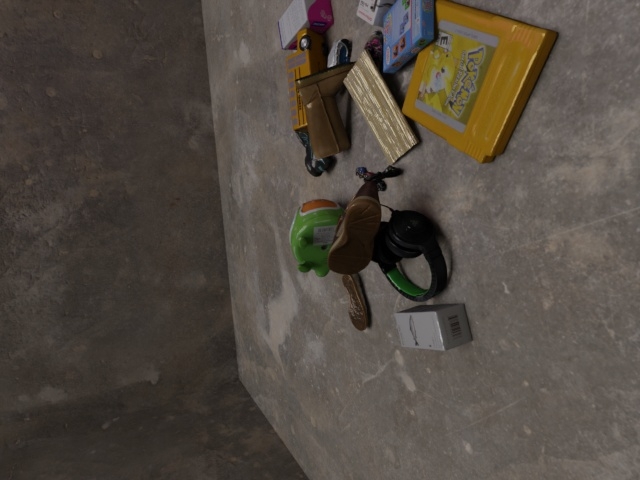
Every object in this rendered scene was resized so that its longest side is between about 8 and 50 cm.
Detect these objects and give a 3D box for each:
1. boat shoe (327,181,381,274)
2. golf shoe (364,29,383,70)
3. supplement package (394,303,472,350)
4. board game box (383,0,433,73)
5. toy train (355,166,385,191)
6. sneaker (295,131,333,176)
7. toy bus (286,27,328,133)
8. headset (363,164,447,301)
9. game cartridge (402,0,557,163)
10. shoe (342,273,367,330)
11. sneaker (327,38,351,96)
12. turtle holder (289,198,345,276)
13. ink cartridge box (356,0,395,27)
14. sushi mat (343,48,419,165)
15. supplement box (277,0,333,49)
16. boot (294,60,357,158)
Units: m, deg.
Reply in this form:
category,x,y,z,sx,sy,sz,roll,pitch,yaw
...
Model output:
category,x,y,z,sx,sy,sz,roll,pitch,yaw
boat shoe,0.100,-0.028,1.171,0.342,0.123,0.123,101,180,-51
golf shoe,0.155,-0.540,1.238,0.186,0.067,0.086,111,178,-57
supplement package,0.308,0.238,1.134,0.179,0.105,0.105,-23,79,62
board game box,0.222,-0.553,1.056,0.211,0.039,0.160,-178,88,-73
toy train,0.163,-0.207,1.349,0.158,0.027,0.036,46,133,46
sneaker,-0.017,-0.382,1.588,0.106,0.101,0.268,-30,70,37
toy bus,-0.042,-0.571,1.478,0.130,0.108,0.333,-5,91,41
headset,0.243,-0.020,1.190,0.395,0.185,0.243,63,154,2
game cartridge,0.336,-0.372,0.949,0.324,0.052,0.286,53,142,43
shoe,0.139,0.223,1.507,0.076,0.058,0.219,-14,90,42
sneaker,0.053,-0.593,1.404,0.083,0.071,0.191,52,133,52
turtle holder,0.014,-0.012,1.518,0.320,0.243,0.228,52,-165,-43
ink cartridge box,0.165,-0.695,1.162,0.099,0.056,0.135,55,143,38
sushi mat,0.170,-0.387,1.204,0.317,0.019,0.151,62,156,6
supplement box,-0.058,-0.796,1.488,0.220,0.111,0.114,-9,91,62
boot,0.053,-0.440,1.382,0.089,0.235,0.270,-94,-14,-60
